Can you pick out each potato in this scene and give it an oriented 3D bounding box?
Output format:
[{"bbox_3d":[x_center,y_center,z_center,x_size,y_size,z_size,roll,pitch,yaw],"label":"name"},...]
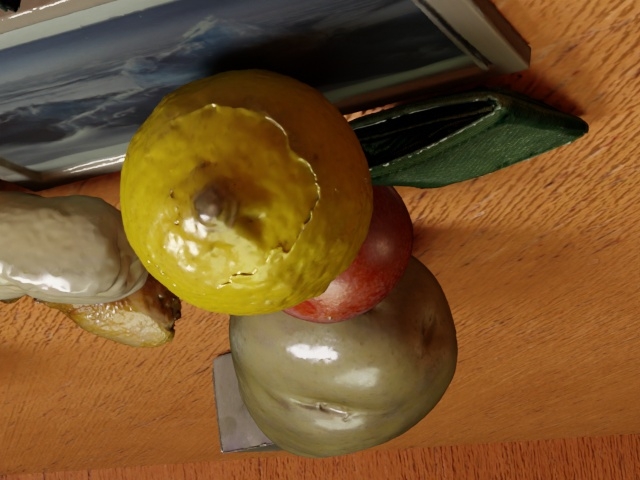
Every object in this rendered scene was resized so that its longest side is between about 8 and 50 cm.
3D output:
[{"bbox_3d":[0.025,0.118,1.654,0.243,0.221,0.326,-15,155,-4],"label":"potato"}]

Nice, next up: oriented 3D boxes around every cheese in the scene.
[{"bbox_3d":[-0.281,0.003,1.296,0.263,0.093,0.159,4,172,9],"label":"cheese"}]

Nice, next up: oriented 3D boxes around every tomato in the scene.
[{"bbox_3d":[0.000,0.000,1.346,0.167,0.167,0.167,-6,165,-2],"label":"tomato"}]

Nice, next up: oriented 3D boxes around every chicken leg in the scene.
[{"bbox_3d":[-0.251,0.059,1.601,0.252,0.087,0.107,15,144,-38],"label":"chicken leg"}]

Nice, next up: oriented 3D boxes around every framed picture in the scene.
[{"bbox_3d":[-0.104,-0.124,1.070,0.446,0.028,0.326,-12,164,21],"label":"framed picture"}]

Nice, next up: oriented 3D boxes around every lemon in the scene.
[{"bbox_3d":[-0.048,-0.032,1.058,0.181,0.180,0.193,-18,161,38],"label":"lemon"}]

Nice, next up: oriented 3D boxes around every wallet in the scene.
[{"bbox_3d":[0.115,-0.084,1.241,0.160,0.055,0.236,-15,174,25],"label":"wallet"}]

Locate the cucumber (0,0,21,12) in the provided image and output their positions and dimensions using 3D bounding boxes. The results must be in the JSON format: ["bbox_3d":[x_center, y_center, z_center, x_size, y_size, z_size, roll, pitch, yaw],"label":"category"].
[{"bbox_3d":[-0.262,-0.165,0.825,0.070,0.046,0.220,-13,162,31],"label":"cucumber"}]

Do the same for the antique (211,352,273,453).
[{"bbox_3d":[-0.051,0.225,2.173,0.152,0.146,0.148,-16,164,37],"label":"antique"}]
